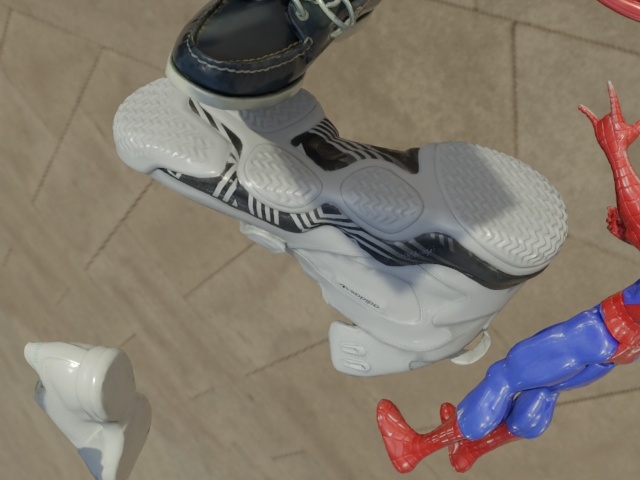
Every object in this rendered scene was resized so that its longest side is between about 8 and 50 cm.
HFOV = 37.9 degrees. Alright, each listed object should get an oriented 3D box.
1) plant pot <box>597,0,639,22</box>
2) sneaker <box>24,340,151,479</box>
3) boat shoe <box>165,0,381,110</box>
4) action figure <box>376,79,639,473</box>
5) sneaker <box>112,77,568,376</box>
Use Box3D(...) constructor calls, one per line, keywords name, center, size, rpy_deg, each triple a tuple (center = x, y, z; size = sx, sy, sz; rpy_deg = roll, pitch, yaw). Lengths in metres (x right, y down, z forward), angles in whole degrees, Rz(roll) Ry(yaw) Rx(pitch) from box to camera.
Box3D(name="plant pot", center=(0.251, -0.252, 0.577), size=(0.191, 0.174, 0.191), rpy_deg=(21, 137, 21))
Box3D(name="sneaker", center=(-0.214, 0.153, 0.849), size=(0.094, 0.080, 0.212), rpy_deg=(14, 139, 10))
Box3D(name="boat shoe", center=(-0.016, -0.168, 0.660), size=(0.095, 0.254, 0.079), rpy_deg=(39, 132, 10))
Box3D(name="action figure", center=(0.141, 0.025, 0.528), size=(0.280, 0.091, 0.139), rpy_deg=(-36, 57, 41))
Box3D(name="sneaker", center=(0.000, 0.000, 0.781), size=(0.366, 0.137, 0.210), rpy_deg=(16, 135, 2))
